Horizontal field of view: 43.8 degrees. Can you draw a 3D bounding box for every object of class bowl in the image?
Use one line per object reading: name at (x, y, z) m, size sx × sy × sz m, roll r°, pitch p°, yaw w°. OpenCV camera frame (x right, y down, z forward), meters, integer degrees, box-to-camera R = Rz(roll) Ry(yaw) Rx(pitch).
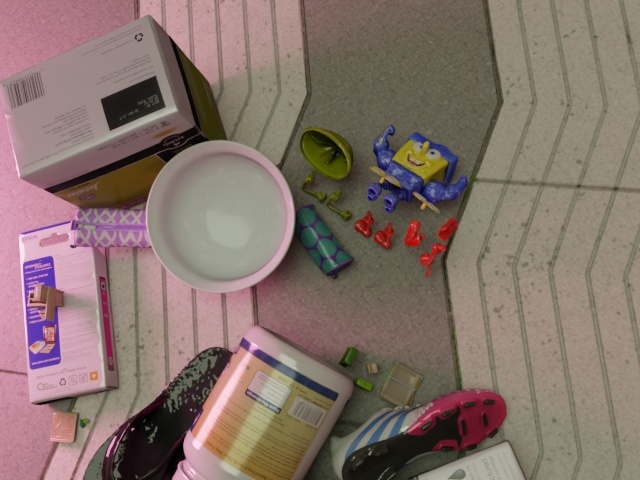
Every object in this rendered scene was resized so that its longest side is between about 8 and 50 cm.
bowl at (-0.184, -0.048, 1.586) m, size 0.298 × 0.134 × 0.298 m, roll 1°, pitch 93°, yaw 10°

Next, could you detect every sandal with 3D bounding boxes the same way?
sandal at (-0.324, 0.385, 1.544) m, size 0.167 × 0.107 × 0.446 m, roll 38°, pitch 86°, yaw 19°

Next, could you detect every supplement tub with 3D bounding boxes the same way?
supplement tub at (-0.106, 0.338, 1.442) m, size 0.228 × 0.228 × 0.316 m, roll 28°, pitch 84°, yaw 18°

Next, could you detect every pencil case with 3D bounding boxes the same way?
pencil case at (0.000, 0.000, 1.583) m, size 0.152 × 0.070 × 0.064 m, roll 54°, pitch 128°, yaw 16°
pencil case at (-0.411, -0.027, 1.646) m, size 0.206 × 0.088 × 0.086 m, roll -1°, pitch 78°, yaw -10°

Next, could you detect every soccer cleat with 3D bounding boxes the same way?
soccer cleat at (0.168, 0.333, 1.440) m, size 0.331 × 0.143 × 0.116 m, roll -20°, pitch 112°, yaw -11°

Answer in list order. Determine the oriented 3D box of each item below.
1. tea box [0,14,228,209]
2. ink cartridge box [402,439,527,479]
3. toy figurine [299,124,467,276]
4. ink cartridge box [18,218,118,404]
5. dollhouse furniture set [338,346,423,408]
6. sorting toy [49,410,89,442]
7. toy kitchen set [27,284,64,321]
tea box at (-0.395, -0.230, 1.598) m, size 0.329 × 0.323 × 0.220 m, roll -21°, pitch 73°, yaw 7°
ink cartridge box at (0.227, 0.505, 1.372) m, size 0.307 × 0.129 × 0.223 m, roll -24°, pitch 73°, yaw 7°
toy figurine at (0.157, -0.129, 1.567) m, size 0.362 × 0.191 × 0.217 m, roll 35°, pitch 57°, yaw 26°
ink cartridge box at (-0.535, 0.146, 1.680) m, size 0.175 × 0.069 × 0.371 m, roll -13°, pitch 77°, yaw 11°
dollhouse furniture set at (0.111, 0.258, 1.517) m, size 0.151 × 0.058 × 0.076 m, roll 28°, pitch 77°, yaw -1°
sorting toy at (-0.517, 0.386, 1.645) m, size 0.083 × 0.012 × 0.062 m, roll -1°, pitch 72°, yaw 17°
toy kitchen set at (-0.577, 0.131, 1.619) m, size 0.075 × 0.083 × 0.068 m, roll -3°, pitch 76°, yaw 14°
